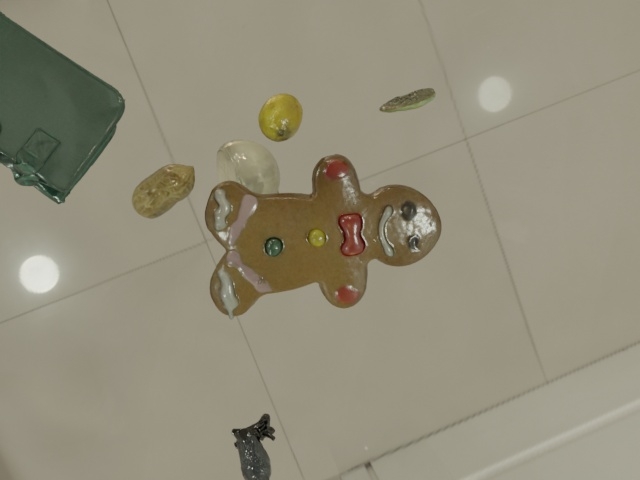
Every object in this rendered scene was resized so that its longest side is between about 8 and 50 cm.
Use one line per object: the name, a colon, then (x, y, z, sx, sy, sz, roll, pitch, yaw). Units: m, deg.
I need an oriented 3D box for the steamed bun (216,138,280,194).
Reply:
steamed bun: (-0.169, -0.151, 1.750, 0.130, 0.228, 0.177, -20, 73, -18)

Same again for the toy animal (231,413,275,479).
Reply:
toy animal: (-0.166, 0.554, 1.868, 0.121, 0.210, 0.117, -22, 131, 2)

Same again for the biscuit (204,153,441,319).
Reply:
biscuit: (0.010, -0.010, 1.305, 0.431, 0.064, 0.283, -5, 101, -5)

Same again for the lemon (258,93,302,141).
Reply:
lemon: (-0.075, -0.237, 1.388, 0.082, 0.082, 0.111, 30, 50, -12)

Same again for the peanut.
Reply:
peanut: (-0.339, -0.107, 1.555, 0.093, 0.194, 0.083, -15, 79, -49)

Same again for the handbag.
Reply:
handbag: (-0.519, -0.238, 1.237, 0.326, 0.089, 0.239, 35, 56, -16)

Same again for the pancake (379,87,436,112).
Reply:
pancake: (0.155, -0.244, 1.267, 0.108, 0.108, 0.017, -19, 111, -6)
